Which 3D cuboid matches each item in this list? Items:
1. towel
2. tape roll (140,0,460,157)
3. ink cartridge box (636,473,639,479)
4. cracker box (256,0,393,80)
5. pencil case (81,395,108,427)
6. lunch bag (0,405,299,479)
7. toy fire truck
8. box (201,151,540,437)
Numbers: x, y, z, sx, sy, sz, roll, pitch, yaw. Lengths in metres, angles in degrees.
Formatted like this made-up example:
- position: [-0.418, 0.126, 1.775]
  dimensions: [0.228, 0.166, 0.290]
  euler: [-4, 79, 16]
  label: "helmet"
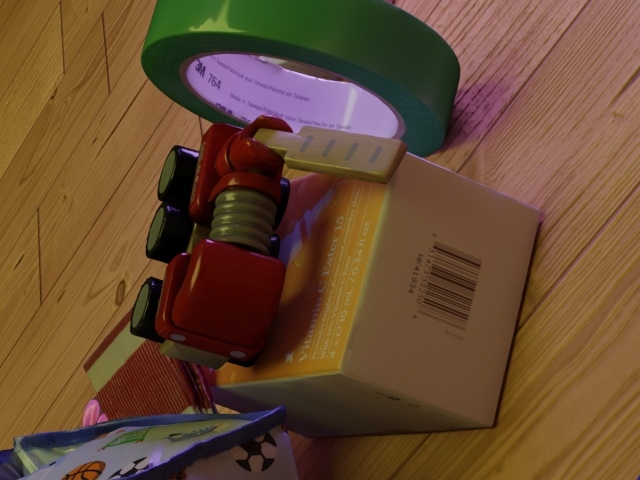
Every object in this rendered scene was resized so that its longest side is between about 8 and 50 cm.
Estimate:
- position: [-0.131, 0.233, 1.831]
  dimensions: [0.329, 0.037, 0.237]
  euler: [63, 151, 9]
  label: "towel"
- position: [-0.020, -0.174, 1.856]
  dimensions: [0.321, 0.321, 0.077]
  euler: [-12, 60, 61]
  label: "tape roll"
- position: [0.234, 0.271, 1.319]
  dimensions: [0.223, 0.045, 0.224]
  euler: [-63, 25, 12]
  label: "ink cartridge box"
- position: [0.002, -0.272, 2.189]
  dimensions: [0.232, 0.067, 0.155]
  euler: [-5, 65, 63]
  label: "cracker box"
- position: [-0.219, 0.216, 2.213]
  dimensions: [0.209, 0.095, 0.098]
  euler: [-16, 91, 57]
  label: "pencil case"
- position: [-0.165, 0.332, 1.670]
  dimensions: [0.385, 0.239, 0.328]
  euler: [-13, 94, 48]
  label: "lunch bag"
- position: [-0.048, -0.015, 1.628]
  dimensions: [0.246, 0.158, 0.217]
  euler: [136, 148, -59]
  label: "toy fire truck"
- position: [0.028, 0.062, 1.752]
  dimensions: [0.345, 0.168, 0.215]
  euler: [-15, 57, 60]
  label: "box"
